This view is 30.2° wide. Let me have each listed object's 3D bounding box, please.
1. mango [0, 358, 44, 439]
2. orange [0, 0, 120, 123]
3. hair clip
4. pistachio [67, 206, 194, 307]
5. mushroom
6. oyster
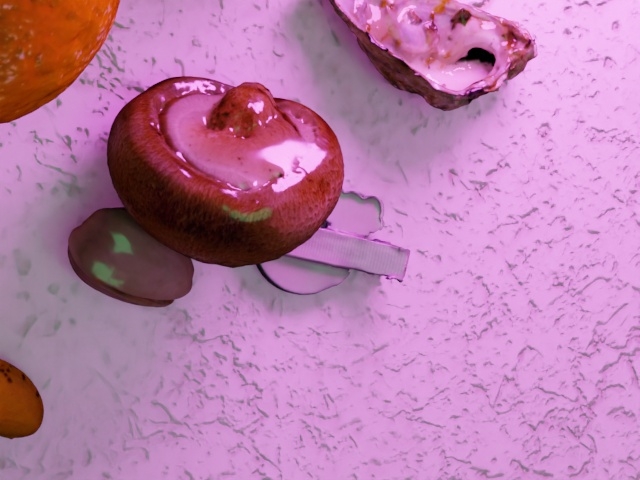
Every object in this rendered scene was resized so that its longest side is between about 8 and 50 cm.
[{"bbox_3d":[-0.347,0.171,1.276,0.114,0.057,0.079,43,71,-26],"label":"mango"},{"bbox_3d":[-0.344,-0.256,1.080,0.341,0.340,0.293,-9,132,-23],"label":"orange"},{"bbox_3d":[0.000,0.000,1.419,0.220,0.054,0.140,13,95,-23],"label":"hair clip"},{"bbox_3d":[-0.206,0.019,1.293,0.149,0.113,0.113,31,83,-23],"label":"pistachio"},{"bbox_3d":[-0.100,-0.076,1.263,0.253,0.253,0.153,-8,137,-24],"label":"mushroom"},{"bbox_3d":[0.120,-0.251,1.431,0.294,0.094,0.166,30,65,-15],"label":"oyster"}]
